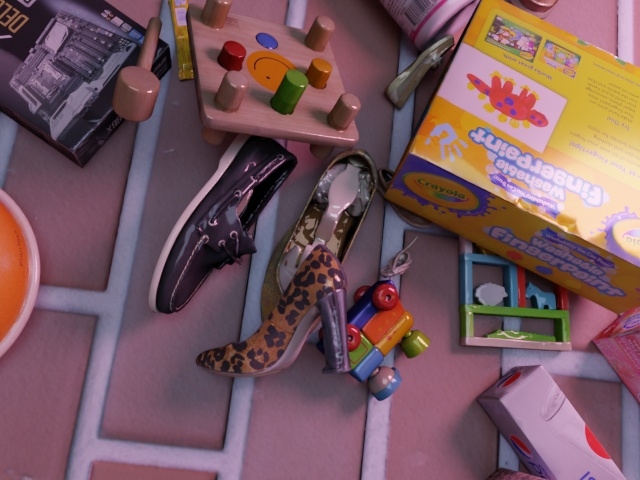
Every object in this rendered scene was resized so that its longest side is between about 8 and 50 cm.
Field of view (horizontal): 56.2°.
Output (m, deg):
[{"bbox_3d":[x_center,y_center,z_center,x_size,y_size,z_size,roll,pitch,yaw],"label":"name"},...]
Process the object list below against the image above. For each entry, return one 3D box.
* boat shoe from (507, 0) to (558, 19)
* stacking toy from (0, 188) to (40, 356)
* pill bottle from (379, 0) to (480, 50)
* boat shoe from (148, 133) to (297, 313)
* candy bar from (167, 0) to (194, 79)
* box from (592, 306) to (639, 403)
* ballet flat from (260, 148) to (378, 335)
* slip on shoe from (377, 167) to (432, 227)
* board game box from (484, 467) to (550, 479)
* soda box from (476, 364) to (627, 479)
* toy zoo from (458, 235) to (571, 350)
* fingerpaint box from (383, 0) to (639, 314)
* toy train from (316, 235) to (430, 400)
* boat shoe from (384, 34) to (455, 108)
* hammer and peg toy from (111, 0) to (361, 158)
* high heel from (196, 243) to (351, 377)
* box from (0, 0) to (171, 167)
[{"bbox_3d":[0.471,-0.585,1.175,0.123,0.116,0.324,20,75,-4],"label":"boat shoe"},{"bbox_3d":[-0.562,0.007,0.682,0.351,0.480,0.350,2,76,-9],"label":"stacking toy"},{"bbox_3d":[0.157,-0.501,1.083,0.160,0.160,0.283,-36,85,-15],"label":"pill bottle"},{"bbox_3d":[-0.141,-0.022,0.941,0.113,0.127,0.340,24,65,9],"label":"boat shoe"},{"bbox_3d":[-0.241,-0.360,1.059,0.040,0.018,0.161,-8,78,-15],"label":"candy bar"},{"bbox_3d":[0.627,0.241,0.992,0.154,0.142,0.300,-34,84,-15],"label":"box"},{"bbox_3d":[0.000,0.000,0.964,0.123,0.123,0.348,26,74,-2],"label":"ballet flat"},{"bbox_3d":[0.146,-0.076,1.042,0.051,0.041,0.135,-41,86,-16],"label":"slip on shoe"},{"bbox_3d":[0.340,0.496,0.840,0.141,0.232,0.291,-33,84,-16],"label":"board game box"},{"bbox_3d":[0.384,0.342,0.956,0.098,0.091,0.286,-33,84,-15],"label":"soda box"},{"bbox_3d":[0.338,0.042,1.051,0.193,0.030,0.293,5,76,-8],"label":"toy zoo"},{"bbox_3d":[0.386,-0.147,1.008,0.445,0.163,0.371,26,66,1],"label":"fingerpaint box"},{"bbox_3d":[0.125,0.126,0.966,0.248,0.105,0.143,-44,97,-16],"label":"toy train"},{"bbox_3d":[0.185,-0.304,1.076,0.153,0.056,0.048,-41,89,10],"label":"boat shoe"},{"bbox_3d":[-0.126,-0.270,0.925,0.362,0.127,0.265,4,55,-27],"label":"hammer and peg toy"},{"bbox_3d":[-0.078,0.109,0.906,0.261,0.093,0.186,-8,82,22],"label":"high heel"},{"bbox_3d":[-0.444,-0.306,0.983,0.307,0.076,0.242,36,73,0],"label":"box"}]
